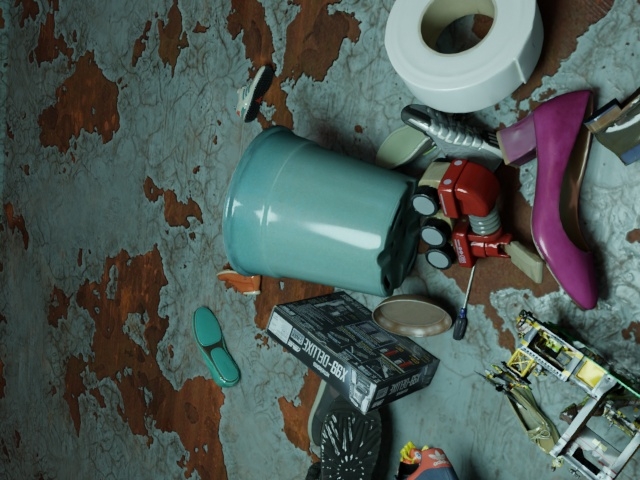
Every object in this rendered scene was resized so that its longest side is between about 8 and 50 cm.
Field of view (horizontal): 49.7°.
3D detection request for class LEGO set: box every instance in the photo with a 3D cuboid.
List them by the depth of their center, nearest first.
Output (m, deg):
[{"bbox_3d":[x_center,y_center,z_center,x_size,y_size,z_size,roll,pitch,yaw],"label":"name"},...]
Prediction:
[{"bbox_3d":[0.438,0.292,1.195,0.331,0.255,0.192,37,101,24],"label":"LEGO set"}]

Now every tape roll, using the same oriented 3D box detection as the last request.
[{"bbox_3d":[0.270,-0.389,1.303,0.286,0.100,0.286,-8,71,24],"label":"tape roll"}]

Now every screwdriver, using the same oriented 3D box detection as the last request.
[{"bbox_3d":[0.300,0.128,1.449,0.025,0.024,0.170,8,99,11],"label":"screwdriver"}]

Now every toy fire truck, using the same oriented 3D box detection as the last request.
[{"bbox_3d":[0.308,-0.028,1.298,0.246,0.158,0.217,7,136,32],"label":"toy fire truck"}]

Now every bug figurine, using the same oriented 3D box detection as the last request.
[{"bbox_3d":[0.240,0.593,1.514,0.279,0.072,0.216,44,121,28],"label":"bug figurine"}]

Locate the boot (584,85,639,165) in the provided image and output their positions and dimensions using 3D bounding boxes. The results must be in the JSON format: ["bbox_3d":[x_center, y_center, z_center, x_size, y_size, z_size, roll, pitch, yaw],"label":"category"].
[{"bbox_3d":[0.562,-0.216,1.142,0.219,0.082,0.106,-33,97,38],"label":"boot"}]

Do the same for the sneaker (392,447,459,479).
[{"bbox_3d":[0.184,0.555,1.446,0.350,0.131,0.148,-57,34,38],"label":"sneaker"}]

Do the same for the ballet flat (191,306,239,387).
[{"bbox_3d":[-0.310,0.311,1.960,0.247,0.083,0.087,60,141,21],"label":"ballet flat"}]

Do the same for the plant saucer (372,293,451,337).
[{"bbox_3d":[0.195,0.157,1.472,0.168,0.168,0.029,-21,47,40],"label":"plant saucer"}]

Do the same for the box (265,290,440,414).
[{"bbox_3d":[0.070,0.230,1.514,0.307,0.242,0.077,33,115,33],"label":"box"}]

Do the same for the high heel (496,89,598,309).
[{"bbox_3d":[0.460,-0.073,1.230,0.181,0.127,0.378,-26,82,32],"label":"high heel"}]

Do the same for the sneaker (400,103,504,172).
[{"bbox_3d":[0.247,-0.172,1.369,0.228,0.086,0.132,21,126,-4],"label":"sneaker"}]

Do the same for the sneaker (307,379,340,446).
[{"bbox_3d":[0.046,0.418,1.658,0.118,0.083,0.222,24,113,31],"label":"sneaker"}]

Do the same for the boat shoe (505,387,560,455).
[{"bbox_3d":[0.413,0.353,1.355,0.056,0.048,0.153,-38,70,37],"label":"boat shoe"}]

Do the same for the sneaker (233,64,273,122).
[{"bbox_3d":[-0.182,-0.390,1.789,0.075,0.057,0.161,41,122,24],"label":"sneaker"}]

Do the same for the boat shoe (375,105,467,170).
[{"bbox_3d":[0.211,-0.215,1.458,0.227,0.068,0.081,-39,56,36],"label":"boat shoe"}]

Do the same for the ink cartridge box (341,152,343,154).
[{"bbox_3d":[0.068,-0.159,1.615,0.083,0.028,0.048,54,125,23],"label":"ink cartridge box"}]

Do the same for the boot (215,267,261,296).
[{"bbox_3d":[-0.224,0.113,1.879,0.157,0.059,0.085,-2,98,40],"label":"boot"}]

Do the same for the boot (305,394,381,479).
[{"bbox_3d":[0.044,0.520,1.605,0.260,0.131,0.348,119,160,-78],"label":"boot"}]

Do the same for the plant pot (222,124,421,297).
[{"bbox_3d":[0.024,-0.042,1.467,0.334,0.341,0.341,17,106,22],"label":"plant pot"}]
